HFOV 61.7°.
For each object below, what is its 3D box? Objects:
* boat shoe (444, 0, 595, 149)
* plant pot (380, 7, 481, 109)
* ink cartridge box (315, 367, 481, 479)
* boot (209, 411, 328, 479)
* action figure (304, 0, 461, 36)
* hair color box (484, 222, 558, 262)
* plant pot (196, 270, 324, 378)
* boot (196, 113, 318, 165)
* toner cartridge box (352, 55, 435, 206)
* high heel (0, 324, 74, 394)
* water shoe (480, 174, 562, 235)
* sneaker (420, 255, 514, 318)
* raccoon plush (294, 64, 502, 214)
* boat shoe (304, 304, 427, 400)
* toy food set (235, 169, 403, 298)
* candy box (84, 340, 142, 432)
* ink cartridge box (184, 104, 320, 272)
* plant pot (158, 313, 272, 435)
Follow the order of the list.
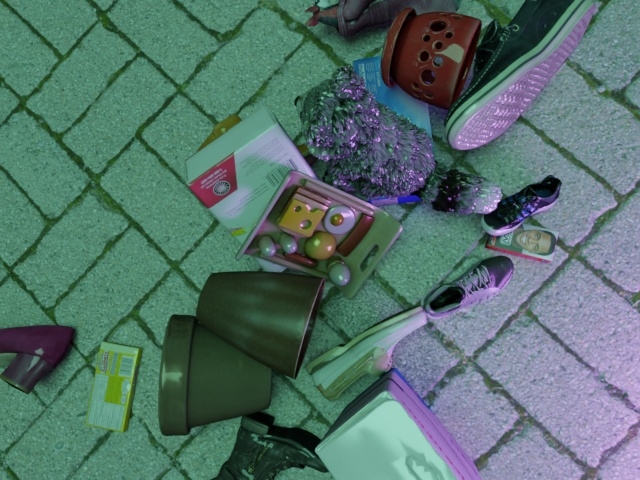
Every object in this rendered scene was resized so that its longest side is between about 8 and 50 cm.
[{"bbox_3d":[0.404,-0.381,1.160,0.156,0.186,0.500,35,70,21],"label":"boat shoe"},{"bbox_3d":[0.233,-0.394,1.152,0.174,0.191,0.191,21,86,16],"label":"plant pot"},{"bbox_3d":[0.164,0.417,1.014,0.166,0.395,0.285,-40,77,2],"label":"ink cartridge box"},{"bbox_3d":[-0.115,0.532,1.216,0.263,0.091,0.228,21,92,16],"label":"boot"},{"bbox_3d":[0.143,-0.561,1.287,0.371,0.248,0.275,-17,107,6],"label":"action figure"},{"bbox_3d":[0.449,-0.001,1.202,0.141,0.043,0.071,14,84,11],"label":"hair color box"},{"bbox_3d":[-0.131,0.151,1.116,0.231,0.215,0.215,15,85,5],"label":"plant pot"},{"bbox_3d":[-0.151,-0.229,1.308,0.295,0.104,0.211,-32,78,8],"label":"boot"},{"bbox_3d":[0.175,-0.263,1.269,0.165,0.075,0.347,-7,81,7],"label":"toner cartridge box"},{"bbox_3d":[-0.817,0.245,1.380,0.378,0.127,0.181,21,58,16],"label":"high heel"},{"bbox_3d":[0.435,-0.084,1.169,0.203,0.080,0.073,-28,58,-17],"label":"water shoe"},{"bbox_3d":[0.325,0.104,1.163,0.229,0.132,0.086,-32,78,5],"label":"sneaker"},{"bbox_3d":[0.163,-0.203,1.072,0.447,0.299,0.216,9,84,10],"label":"raccoon plush"},{"bbox_3d":[0.115,0.251,1.198,0.302,0.113,0.103,-33,79,15],"label":"boat shoe"},{"bbox_3d":[0.000,0.000,1.152,0.219,0.306,0.092,-57,33,20],"label":"toy food set"},{"bbox_3d":[-0.511,0.360,1.328,0.105,0.027,0.205,8,83,13],"label":"candy box"},{"bbox_3d":[-0.116,-0.103,1.181,0.226,0.306,0.131,-34,38,4],"label":"ink cartridge box"},{"bbox_3d":[-0.225,0.295,1.195,0.230,0.263,0.262,1,82,-7],"label":"plant pot"}]
